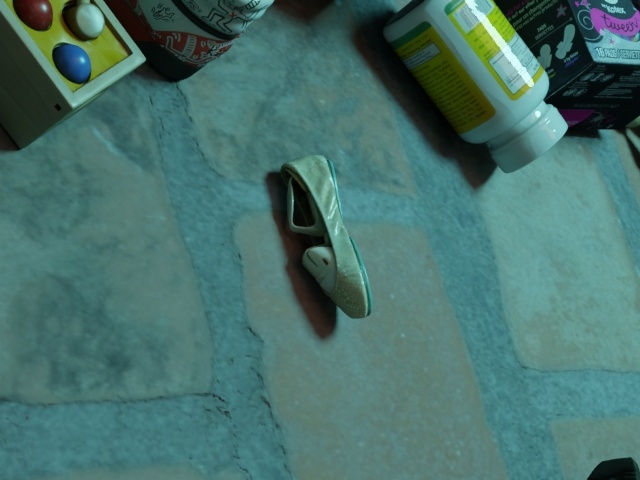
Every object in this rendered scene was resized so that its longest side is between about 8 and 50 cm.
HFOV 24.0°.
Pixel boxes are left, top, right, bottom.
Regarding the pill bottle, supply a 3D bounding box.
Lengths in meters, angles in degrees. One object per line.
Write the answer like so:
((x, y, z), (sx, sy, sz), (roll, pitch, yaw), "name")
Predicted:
((0.172, -0.179, 1.625), (0.208, 0.118, 0.117), (51, 37, -10), "pill bottle")

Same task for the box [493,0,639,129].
((0.314, -0.228, 1.770), (0.247, 0.163, 0.142), (-5, 68, -44), "box")

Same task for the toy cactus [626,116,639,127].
((0.439, -0.161, 1.949), (0.181, 0.112, 0.219), (16, 62, -31), "toy cactus")

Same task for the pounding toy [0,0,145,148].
((-0.209, -0.172, 1.195), (0.130, 0.100, 0.141), (54, 37, -7), "pounding toy")

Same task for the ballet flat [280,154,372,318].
((0.000, 0.000, 1.369), (0.052, 0.057, 0.168), (-7, 64, -21), "ballet flat")

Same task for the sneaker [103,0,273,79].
((-0.158, -0.270, 1.284), (0.270, 0.145, 0.090), (45, 39, -18), "sneaker")

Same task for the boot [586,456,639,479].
((0.308, 0.327, 1.477), (0.137, 0.077, 0.197), (37, 55, -33), "boot")
